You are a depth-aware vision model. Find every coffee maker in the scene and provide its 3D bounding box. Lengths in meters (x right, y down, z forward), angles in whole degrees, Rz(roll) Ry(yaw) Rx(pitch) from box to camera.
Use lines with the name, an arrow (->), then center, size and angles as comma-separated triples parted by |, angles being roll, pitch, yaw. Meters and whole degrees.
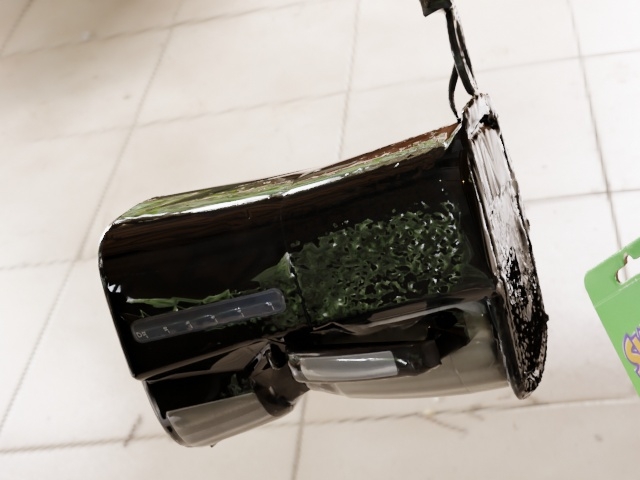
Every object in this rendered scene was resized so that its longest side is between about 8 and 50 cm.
coffee maker -> 0.000, 0.000, 0.522 | 0.178, 0.120, 0.171 | -12, 77, 20

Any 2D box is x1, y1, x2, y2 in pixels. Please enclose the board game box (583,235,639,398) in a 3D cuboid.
board game box -> 0.267, 0.116, 0.745 | 0.039, 0.124, 0.260 | -22, 77, -24
